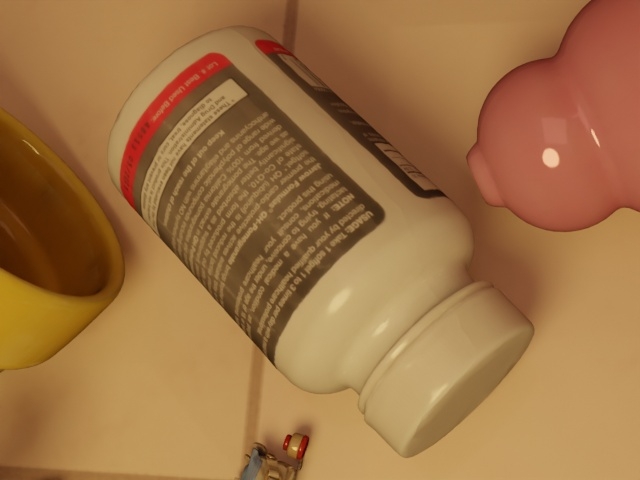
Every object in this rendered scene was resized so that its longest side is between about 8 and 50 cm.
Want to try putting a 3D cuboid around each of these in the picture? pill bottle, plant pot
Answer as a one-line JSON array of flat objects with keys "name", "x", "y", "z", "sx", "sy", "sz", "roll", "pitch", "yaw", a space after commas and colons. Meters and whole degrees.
[{"name": "pill bottle", "x": 0.000, "y": 0.000, "z": 0.756, "sx": 0.176, "sy": 0.176, "sz": 0.318, "roll": -43, "pitch": 68, "yaw": -3}, {"name": "plant pot", "x": -0.325, "y": 0.031, "z": 0.798, "sx": 0.239, "sy": 0.254, "sz": 0.254, "roll": -44, "pitch": 67, "yaw": 14}]

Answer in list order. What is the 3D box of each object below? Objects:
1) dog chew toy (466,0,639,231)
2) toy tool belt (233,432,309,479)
[{"name": "dog chew toy", "x": 0.264, "y": -0.111, "z": 0.728, "sx": 0.332, "sy": 0.206, "sz": 0.206, "roll": -23, "pitch": 68, "yaw": 13}, {"name": "toy tool belt", "x": -0.046, "y": 0.180, "z": 0.773, "sx": 0.051, "sy": 0.052, "sz": 0.083, "roll": 19, "pitch": 76, "yaw": 9}]
